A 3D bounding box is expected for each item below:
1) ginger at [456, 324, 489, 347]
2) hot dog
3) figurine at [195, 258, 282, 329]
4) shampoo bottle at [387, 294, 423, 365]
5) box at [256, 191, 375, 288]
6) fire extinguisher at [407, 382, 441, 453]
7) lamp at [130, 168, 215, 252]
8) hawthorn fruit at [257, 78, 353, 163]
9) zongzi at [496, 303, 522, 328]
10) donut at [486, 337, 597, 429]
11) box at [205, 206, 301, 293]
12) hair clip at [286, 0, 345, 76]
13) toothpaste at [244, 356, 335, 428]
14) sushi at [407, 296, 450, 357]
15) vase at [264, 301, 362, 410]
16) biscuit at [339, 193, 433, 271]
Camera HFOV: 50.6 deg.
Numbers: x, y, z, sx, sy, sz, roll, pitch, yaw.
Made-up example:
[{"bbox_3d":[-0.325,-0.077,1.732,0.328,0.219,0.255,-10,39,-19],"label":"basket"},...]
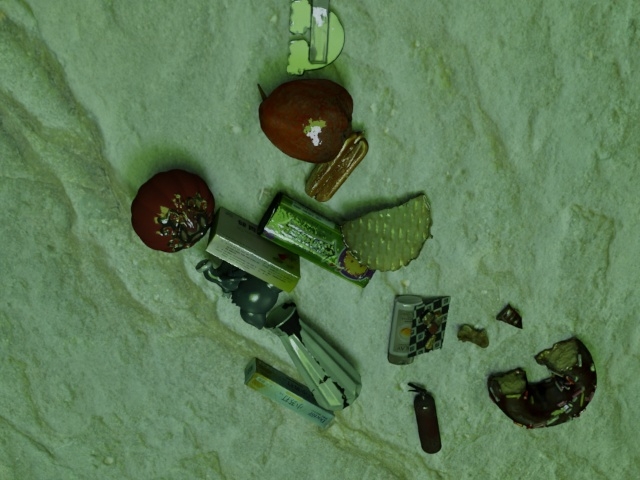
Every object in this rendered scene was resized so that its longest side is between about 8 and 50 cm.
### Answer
[{"bbox_3d":[0.471,0.297,2.097,0.137,0.044,0.057,21,85,-20],"label":"ginger"},{"bbox_3d":[0.045,-0.201,1.794,0.092,0.062,0.235,34,114,-19],"label":"hot dog"},{"bbox_3d":[-0.215,0.110,1.905,0.193,0.140,0.265,-50,135,2],"label":"figurine"},{"bbox_3d":[0.256,0.275,2.063,0.086,0.056,0.227,1,118,-7],"label":"shampoo bottle"},{"bbox_3d":[0.000,0.000,1.877,0.346,0.097,0.134,27,98,-17],"label":"box"},{"bbox_3d":[0.341,0.581,2.228,0.089,0.072,0.267,8,125,34],"label":"fire extinguisher"},{"bbox_3d":[-0.377,-0.072,1.751,0.227,0.227,0.226,-1,118,-3],"label":"lamp"},{"bbox_3d":[-0.052,-0.307,1.666,0.262,0.210,0.210,23,116,8],"label":"hawthorn fruit"},{"bbox_3d":[0.595,0.239,2.073,0.083,0.073,0.067,42,114,20],"label":"zongzi"},{"bbox_3d":[0.724,0.484,2.161,0.345,0.136,0.259,-25,114,11],"label":"donut"},{"bbox_3d":[-0.178,0.024,1.836,0.260,0.175,0.062,28,113,-17],"label":"box"},{"bbox_3d":[-0.009,-0.504,1.638,0.140,0.054,0.220,-1,121,-8],"label":"hair clip"},{"bbox_3d":[-0.097,0.484,2.136,0.313,0.089,0.071,34,106,-19],"label":"toothpaste"},{"bbox_3d":[0.338,0.275,2.050,0.139,0.031,0.201,-13,122,-26],"label":"sushi"},{"bbox_3d":[-0.023,0.352,2.039,0.165,0.165,0.360,-32,112,13],"label":"vase"},{"bbox_3d":[0.190,-0.007,1.859,0.274,0.036,0.187,-17,99,-15],"label":"biscuit"}]
